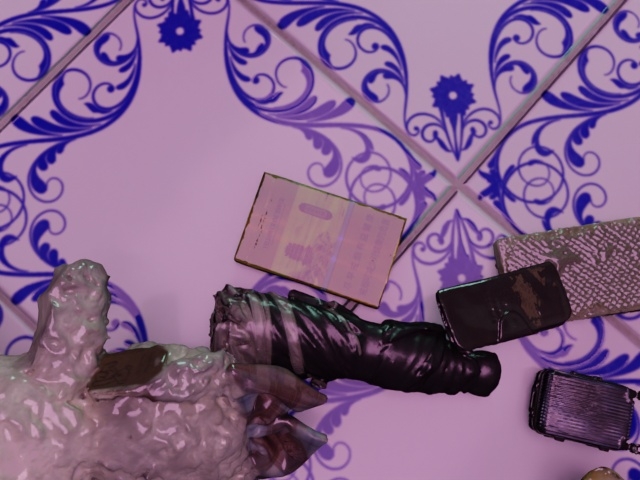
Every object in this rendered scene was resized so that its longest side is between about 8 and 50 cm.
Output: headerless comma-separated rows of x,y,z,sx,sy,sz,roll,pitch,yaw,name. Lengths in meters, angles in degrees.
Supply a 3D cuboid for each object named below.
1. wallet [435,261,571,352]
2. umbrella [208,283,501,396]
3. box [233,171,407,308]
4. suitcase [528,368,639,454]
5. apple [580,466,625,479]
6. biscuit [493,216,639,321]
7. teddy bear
0.220,0.079,0.821,0.156,0.018,0.082,-12,72,-9,wallet
0.040,0.133,0.833,0.357,0.106,0.113,11,91,-7,umbrella
0.000,0.000,0.873,0.193,0.030,0.121,19,81,2,box
0.320,0.205,0.832,0.126,0.059,0.086,12,80,1,suitcase
0.360,0.394,0.779,0.265,0.120,0.193,37,95,7,apple
0.328,0.041,0.868,0.199,0.040,0.121,-9,80,-2,biscuit
-0.242,0.156,0.758,0.362,0.375,0.328,-17,124,-30,teddy bear
